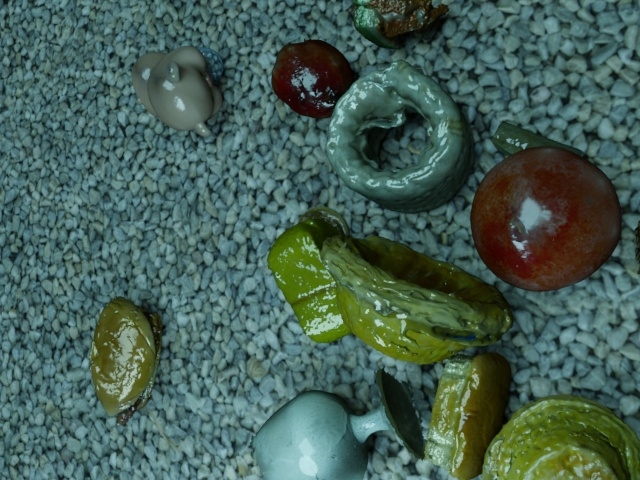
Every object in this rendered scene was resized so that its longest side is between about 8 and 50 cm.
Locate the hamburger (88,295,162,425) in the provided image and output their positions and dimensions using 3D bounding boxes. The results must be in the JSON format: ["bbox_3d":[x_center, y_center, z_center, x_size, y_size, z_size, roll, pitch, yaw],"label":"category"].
[{"bbox_3d":[-0.492,0.295,1.771,0.245,0.155,0.282,-37,73,13],"label":"hamburger"}]

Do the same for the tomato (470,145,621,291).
[{"bbox_3d":[0.397,-0.033,1.238,0.264,0.265,0.265,-4,83,29],"label":"tomato"}]

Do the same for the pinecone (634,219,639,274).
[{"bbox_3d":[0.638,0.013,1.155,0.204,0.179,0.184,43,128,9],"label":"pinecone"}]

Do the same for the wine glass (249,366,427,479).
[{"bbox_3d":[0.035,0.404,1.412,0.323,0.238,0.238,-30,71,17],"label":"wine glass"}]

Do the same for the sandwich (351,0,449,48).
[{"bbox_3d":[0.165,-0.473,1.467,0.159,0.184,0.109,18,101,33],"label":"sandwich"}]

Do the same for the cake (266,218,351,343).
[{"bbox_3d":[0.007,0.083,1.479,0.156,0.179,0.261,-27,89,21],"label":"cake"}]

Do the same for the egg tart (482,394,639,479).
[{"bbox_3d":[0.432,0.420,1.205,0.294,0.123,0.294,0,92,7],"label":"egg tart"}]

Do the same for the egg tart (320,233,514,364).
[{"bbox_3d":[0.164,0.111,1.296,0.387,0.388,0.169,30,108,29],"label":"egg tart"}]

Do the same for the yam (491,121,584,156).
[{"bbox_3d":[0.422,-0.176,1.353,0.169,0.068,0.068,28,98,29],"label":"yam"}]

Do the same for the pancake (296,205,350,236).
[{"bbox_3d":[0.000,0.000,1.592,0.158,0.028,0.158,-1,87,29],"label":"pancake"}]

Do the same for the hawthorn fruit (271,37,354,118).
[{"bbox_3d":[-0.007,-0.346,1.543,0.181,0.181,0.235,-50,49,15],"label":"hawthorn fruit"}]

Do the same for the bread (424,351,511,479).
[{"bbox_3d":[0.283,0.328,1.313,0.121,0.174,0.246,14,87,29],"label":"bread"}]

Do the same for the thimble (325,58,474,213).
[{"bbox_3d":[0.169,-0.210,1.428,0.291,0.195,0.292,-5,79,25],"label":"thimble"}]

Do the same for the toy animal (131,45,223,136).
[{"bbox_3d":[-0.373,-0.389,1.747,0.221,0.210,0.230,-6,47,21],"label":"toy animal"}]
